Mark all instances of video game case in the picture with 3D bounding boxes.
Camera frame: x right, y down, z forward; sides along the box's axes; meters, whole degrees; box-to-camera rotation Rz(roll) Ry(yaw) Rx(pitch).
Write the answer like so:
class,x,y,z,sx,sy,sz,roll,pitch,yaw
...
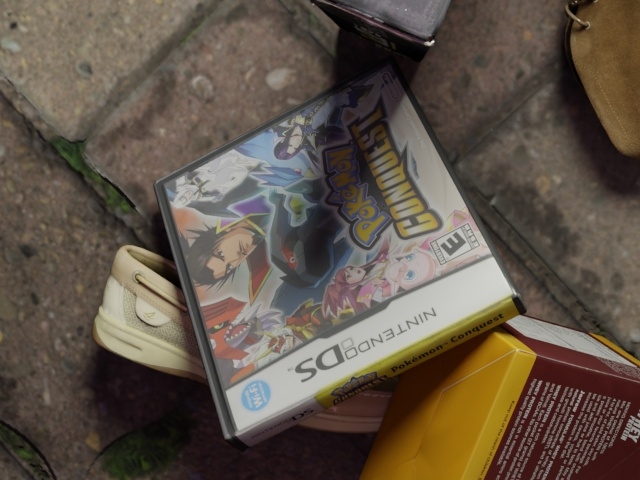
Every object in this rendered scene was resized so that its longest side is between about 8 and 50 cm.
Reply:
class,x,y,z,sx,sy,sz,roll,pitch,yaw
video game case,0.000,0.000,0.815,0.248,0.035,0.275,-28,54,8

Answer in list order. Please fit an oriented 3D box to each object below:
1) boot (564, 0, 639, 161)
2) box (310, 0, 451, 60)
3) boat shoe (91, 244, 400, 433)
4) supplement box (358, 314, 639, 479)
class,x,y,z,sx,sy,sz,roll,pitch,yaw
boot,0.242,-0.209,0.814,0.115,0.112,0.305,-23,97,20
box,0.114,-0.329,0.699,0.097,0.318,0.395,24,99,2
boat shoe,-0.056,0.087,0.886,0.302,0.109,0.098,19,101,9
supplement box,0.168,0.170,0.820,0.194,0.129,0.191,16,101,-26
